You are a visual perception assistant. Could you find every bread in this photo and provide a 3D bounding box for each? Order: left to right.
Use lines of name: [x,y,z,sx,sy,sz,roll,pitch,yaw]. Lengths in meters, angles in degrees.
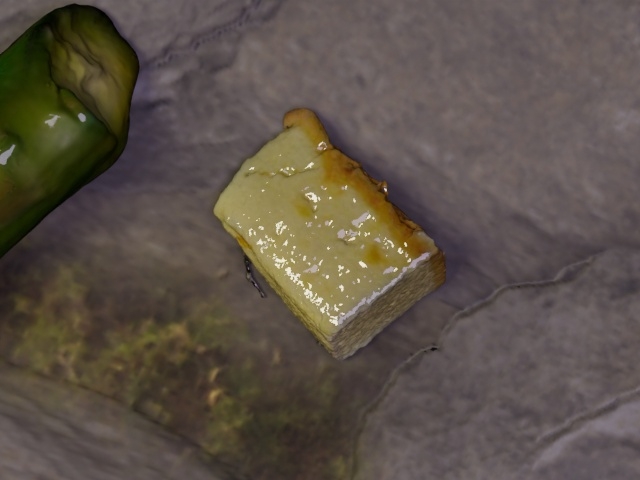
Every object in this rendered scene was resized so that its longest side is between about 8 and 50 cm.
bread: [0.000,0.000,0.965,0.084,0.080,0.109,-42,79,-6]

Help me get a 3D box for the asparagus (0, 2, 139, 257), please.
asparagus: [-0.211,0.020,0.858,0.343,0.085,0.082,-43,138,-8]
